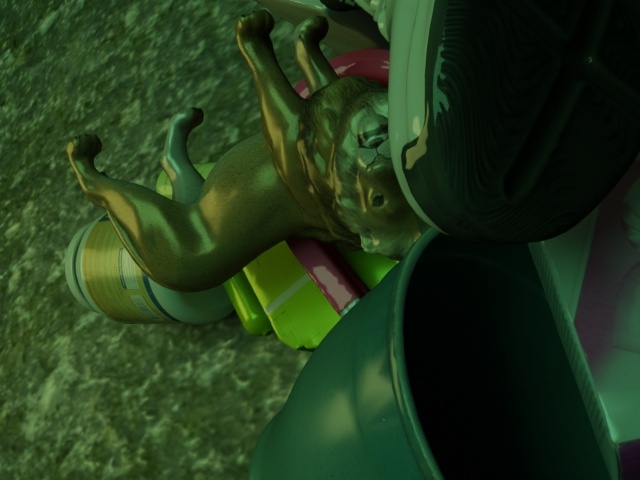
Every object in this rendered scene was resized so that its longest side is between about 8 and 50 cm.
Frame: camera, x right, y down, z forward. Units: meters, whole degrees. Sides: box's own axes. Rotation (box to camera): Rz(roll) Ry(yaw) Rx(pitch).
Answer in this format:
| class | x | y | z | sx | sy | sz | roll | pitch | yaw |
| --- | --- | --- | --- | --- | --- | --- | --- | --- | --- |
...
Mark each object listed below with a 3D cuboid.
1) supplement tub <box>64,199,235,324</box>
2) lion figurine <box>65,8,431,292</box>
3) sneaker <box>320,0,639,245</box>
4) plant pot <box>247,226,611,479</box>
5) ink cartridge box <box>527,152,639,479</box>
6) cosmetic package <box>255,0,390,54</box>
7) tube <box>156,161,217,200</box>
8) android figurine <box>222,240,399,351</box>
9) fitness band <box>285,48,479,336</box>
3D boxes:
| class | x | y | z | sx | sy | sz | roll | pitch | yaw |
| --- | --- | --- | --- | --- | --- | --- | --- | --- | --- |
| supplement tub | -0.195 | 0.027 | 0.921 | 0.200 | 0.144 | 0.144 | -5 | 73 | 40 |
| lion figurine | -0.059 | -0.043 | 0.684 | 0.392 | 0.142 | 0.240 | -28 | 79 | 36 |
| sneaker | 0.088 | -0.168 | 0.544 | 0.258 | 0.169 | 0.447 | -22 | 42 | 50 |
| plant pot | 0.086 | 0.158 | 0.564 | 0.255 | 0.272 | 0.271 | -42 | 50 | 43 |
| ink cartridge box | 0.302 | 0.014 | 0.447 | 0.324 | 0.071 | 0.329 | -17 | 61 | 8 |
| cosmetic package | 0.045 | -0.272 | 0.781 | 0.151 | 0.184 | 0.151 | 30 | 97 | 43 |
| tube | -0.095 | -0.064 | 0.926 | 0.240 | 0.062 | 0.070 | 3 | 118 | 38 |
| android figurine | 0.000 | 0.000 | 0.797 | 0.248 | 0.056 | 0.272 | -42 | 63 | 16 |
| fitness band | 0.062 | -0.047 | 0.708 | 0.209 | 0.054 | 0.290 | -43 | 62 | 15 |
